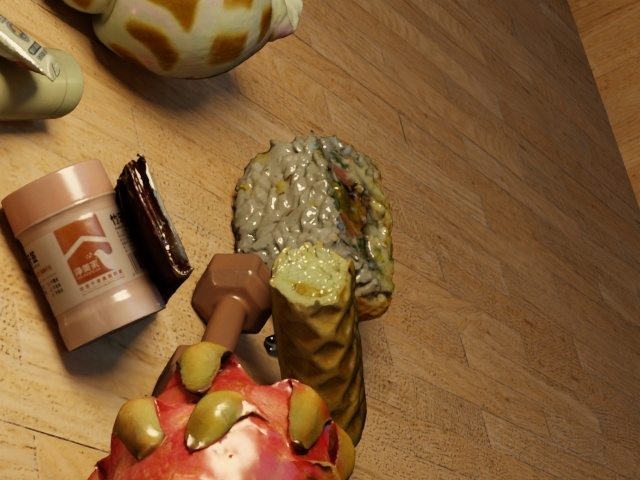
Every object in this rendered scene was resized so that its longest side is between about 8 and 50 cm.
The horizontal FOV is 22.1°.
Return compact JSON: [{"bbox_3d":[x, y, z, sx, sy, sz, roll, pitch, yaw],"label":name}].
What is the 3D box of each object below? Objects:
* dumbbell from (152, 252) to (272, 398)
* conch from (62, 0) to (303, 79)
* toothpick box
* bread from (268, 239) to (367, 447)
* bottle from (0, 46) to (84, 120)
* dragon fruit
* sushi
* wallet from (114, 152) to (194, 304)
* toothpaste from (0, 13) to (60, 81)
[{"bbox_3d":[-0.100,0.098,1.642,0.092,0.082,0.231,56,24,-21],"label":"dumbbell"},{"bbox_3d":[-0.178,-0.292,1.750,0.368,0.197,0.249,43,-6,-31],"label":"conch"},{"bbox_3d":[-0.212,0.013,1.471,0.149,0.098,0.098,65,23,1],"label":"toothpick box"},{"bbox_3d":[0.001,0.124,1.712,0.098,0.087,0.269,36,-33,37],"label":"bread"},{"bbox_3d":[-0.296,-0.144,1.489,0.072,0.072,0.201,66,23,5],"label":"bottle"},{"bbox_3d":[-0.079,0.221,1.406,0.307,0.227,0.243,52,24,-59],"label":"dragon fruit"},{"bbox_3d":[0.000,0.000,1.884,0.184,0.139,0.274,37,35,-44],"label":"sushi"},{"bbox_3d":[-0.163,-0.004,1.524,0.232,0.031,0.122,138,-71,-76],"label":"wallet"},{"bbox_3d":[-0.328,-0.211,1.425,0.239,0.039,0.062,33,10,-11],"label":"toothpaste"}]
